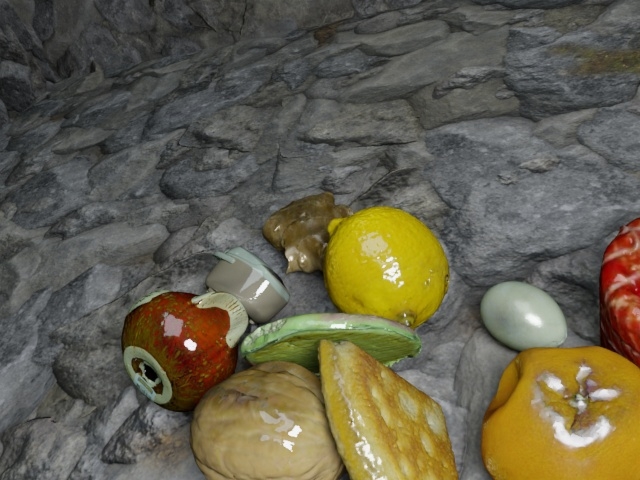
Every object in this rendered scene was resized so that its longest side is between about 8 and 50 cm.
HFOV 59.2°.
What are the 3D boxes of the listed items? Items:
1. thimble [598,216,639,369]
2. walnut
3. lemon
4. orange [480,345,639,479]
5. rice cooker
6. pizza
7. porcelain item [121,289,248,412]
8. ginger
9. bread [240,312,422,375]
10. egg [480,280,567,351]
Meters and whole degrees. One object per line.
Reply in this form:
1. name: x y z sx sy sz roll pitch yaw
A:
1. thimble: 0.583 0.104 0.797 0.350 0.230 0.350 -13 41 11
2. walnut: -0.072 0.297 0.861 0.261 0.225 0.225 -3 41 31
3. lemon: 0.116 0.051 1.051 0.228 0.228 0.253 -26 73 -7
4. orange: 0.342 0.251 0.750 0.249 0.183 0.249 -6 57 9
5. rice cooker: -0.159 0.096 1.203 0.206 0.145 0.127 18 62 41
6. pizza: 0.089 0.294 0.775 0.087 0.268 0.258 -36 30 23
7. porcelain item: -0.245 0.192 1.074 0.253 0.253 0.253 -12 39 10
8. ginger: 0.000 0.000 1.268 0.219 0.123 0.270 -35 50 -12
9. bread: 0.022 0.173 0.922 0.301 0.301 0.045 -8 64 15
10. egg: 0.344 0.131 0.959 0.114 0.114 0.152 -40 47 -22
